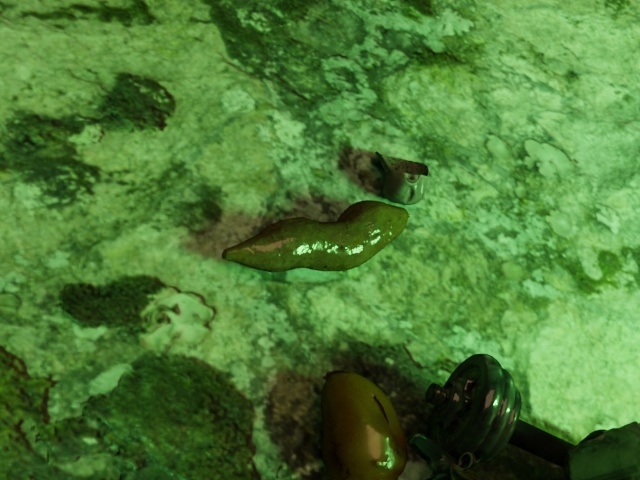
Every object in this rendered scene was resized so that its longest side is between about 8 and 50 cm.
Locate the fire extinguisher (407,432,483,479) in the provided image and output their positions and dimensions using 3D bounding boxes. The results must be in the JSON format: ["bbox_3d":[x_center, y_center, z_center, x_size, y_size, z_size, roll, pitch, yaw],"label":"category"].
[{"bbox_3d":[0.154,0.313,1.301,0.114,0.095,0.311,21,42,-49],"label":"fire extinguisher"}]

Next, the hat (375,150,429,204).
[{"bbox_3d":[0.084,-0.063,1.598,0.058,0.042,0.087,13,17,-21],"label":"hat"}]

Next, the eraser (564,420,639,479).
[{"bbox_3d":[0.336,0.307,1.310,0.101,0.155,0.332,-20,82,-28],"label":"eraser"}]

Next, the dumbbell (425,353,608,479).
[{"bbox_3d":[0.210,0.192,1.427,0.254,0.110,0.110,25,48,-16],"label":"dumbbell"}]

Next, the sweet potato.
[{"bbox_3d":[0.002,0.003,1.494,0.218,0.051,0.065,-14,67,-33],"label":"sweet potato"}]

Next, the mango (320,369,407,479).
[{"bbox_3d":[0.037,0.172,1.376,0.077,0.063,0.127,-3,58,-20],"label":"mango"}]
